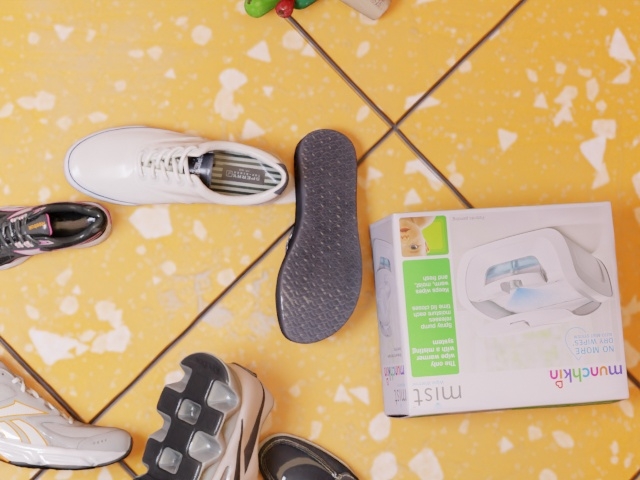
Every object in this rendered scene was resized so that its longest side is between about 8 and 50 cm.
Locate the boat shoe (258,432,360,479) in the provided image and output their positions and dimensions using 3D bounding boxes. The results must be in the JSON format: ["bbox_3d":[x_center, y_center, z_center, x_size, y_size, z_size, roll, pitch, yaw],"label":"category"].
[{"bbox_3d":[0.025,0.302,1.894,0.233,0.079,0.084,43,81,-3],"label":"boat shoe"}]

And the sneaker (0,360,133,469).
[{"bbox_3d":[-0.332,0.187,1.832,0.262,0.099,0.121,8,79,-11],"label":"sneaker"}]

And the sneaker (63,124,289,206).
[{"bbox_3d":[-0.159,-0.086,1.886,0.258,0.091,0.094,1,85,-10],"label":"sneaker"}]

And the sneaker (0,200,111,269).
[{"bbox_3d":[-0.320,-0.015,1.858,0.178,0.077,0.072,-16,87,-11],"label":"sneaker"}]

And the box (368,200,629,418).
[{"bbox_3d":[0.201,0.081,1.922,0.262,0.127,0.231,-2,84,-11],"label":"box"}]

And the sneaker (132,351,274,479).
[{"bbox_3d":[-0.141,0.293,1.838,0.122,0.146,0.330,28,91,36],"label":"sneaker"}]

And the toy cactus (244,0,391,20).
[{"bbox_3d":[0.011,-0.330,1.943,0.180,0.112,0.219,38,71,-15],"label":"toy cactus"}]

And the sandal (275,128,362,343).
[{"bbox_3d":[0.001,0.000,1.934,0.097,0.054,0.254,13,73,-16],"label":"sandal"}]
